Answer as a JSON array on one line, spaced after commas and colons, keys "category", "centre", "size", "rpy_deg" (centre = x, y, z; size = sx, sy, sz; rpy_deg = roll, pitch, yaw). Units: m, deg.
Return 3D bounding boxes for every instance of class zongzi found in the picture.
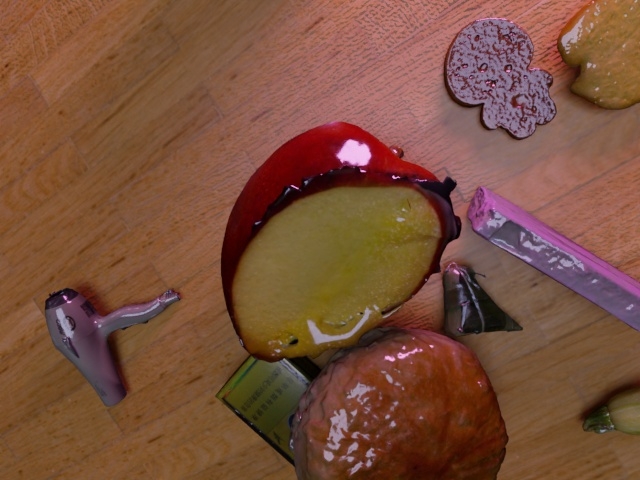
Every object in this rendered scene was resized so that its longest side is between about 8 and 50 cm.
[{"category": "zongzi", "centre": [0.242, 0.085, 0.685], "size": [0.119, 0.055, 0.109], "rpy_deg": [-3, 87, -8]}]

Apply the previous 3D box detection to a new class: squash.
[{"category": "squash", "centre": [0.493, 0.245, 0.653], "size": [0.224, 0.094, 0.094], "rpy_deg": [-18, 96, 20]}]

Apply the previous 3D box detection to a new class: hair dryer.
[{"category": "hair dryer", "centre": [-0.355, 0.190, 0.809], "size": [0.224, 0.088, 0.219], "rpy_deg": [0, 107, -5]}]

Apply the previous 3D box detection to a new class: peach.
[{"category": "peach", "centre": [0.000, 0.000, 0.639], "size": [0.257, 0.201, 0.362], "rpy_deg": [25, 116, -22]}]

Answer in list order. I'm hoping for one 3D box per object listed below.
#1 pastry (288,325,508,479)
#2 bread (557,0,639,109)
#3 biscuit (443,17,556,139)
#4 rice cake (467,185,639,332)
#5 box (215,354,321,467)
[{"category": "pastry", "centre": [0.110, 0.281, 0.653], "size": [0.329, 0.136, 0.330], "rpy_deg": [-2, 98, -14]}, {"category": "bread", "centre": [0.398, -0.260, 0.587], "size": [0.187, 0.065, 0.149], "rpy_deg": [-34, 103, 11]}, {"category": "biscuit", "centre": [0.247, -0.221, 0.636], "size": [0.124, 0.026, 0.175], "rpy_deg": [-37, 92, 16]}, {"category": "rice cake", "centre": [0.337, 0.030, 0.624], "size": [0.297, 0.106, 0.050], "rpy_deg": [32, 114, 3]}, {"category": "box", "centre": [-0.045, 0.274, 0.761], "size": [0.220, 0.064, 0.141], "rpy_deg": [42, 102, -1]}]
